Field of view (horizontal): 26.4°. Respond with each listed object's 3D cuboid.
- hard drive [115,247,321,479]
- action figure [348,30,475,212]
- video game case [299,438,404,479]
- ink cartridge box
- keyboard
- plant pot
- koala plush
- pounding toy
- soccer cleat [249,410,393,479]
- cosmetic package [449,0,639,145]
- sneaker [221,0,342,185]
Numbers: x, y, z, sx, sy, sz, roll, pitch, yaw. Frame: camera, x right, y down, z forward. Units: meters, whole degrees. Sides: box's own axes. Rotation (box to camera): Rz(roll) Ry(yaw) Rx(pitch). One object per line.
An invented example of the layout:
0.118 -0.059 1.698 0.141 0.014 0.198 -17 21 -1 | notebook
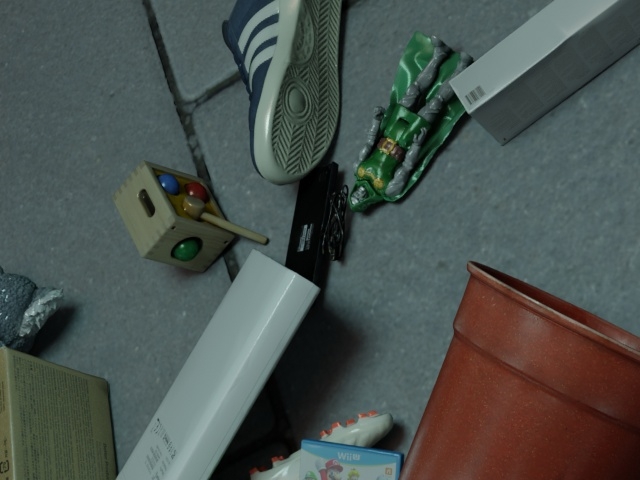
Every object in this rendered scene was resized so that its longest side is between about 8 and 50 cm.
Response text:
-0.131 0.182 1.603 0.353 0.047 0.233 -60 16 -2 | hard drive
0.103 -0.133 1.656 0.137 0.063 0.232 33 93 33 | action figure
0.029 0.309 1.507 0.119 0.015 0.166 5 92 23 | video game case
-0.344 0.270 1.684 0.088 0.193 0.235 -24 60 24 | ink cartridge box
0.000 0.000 1.689 0.100 0.038 0.192 -12 64 53 | keyboard
0.210 0.196 1.349 0.272 0.272 0.265 30 96 36 | plant pot
-0.446 0.134 1.819 0.196 0.203 0.221 20 71 35 | koala plush
-0.167 -0.027 1.746 0.100 0.130 0.141 -47 53 22 | pounding toy
0.007 0.259 1.559 0.196 0.068 0.076 -31 77 17 | soccer cleat
0.271 -0.217 1.561 0.239 0.099 0.060 -37 54 14 | cosmetic package
-0.064 -0.225 1.763 0.148 0.131 0.350 -10 60 36 | sneaker
